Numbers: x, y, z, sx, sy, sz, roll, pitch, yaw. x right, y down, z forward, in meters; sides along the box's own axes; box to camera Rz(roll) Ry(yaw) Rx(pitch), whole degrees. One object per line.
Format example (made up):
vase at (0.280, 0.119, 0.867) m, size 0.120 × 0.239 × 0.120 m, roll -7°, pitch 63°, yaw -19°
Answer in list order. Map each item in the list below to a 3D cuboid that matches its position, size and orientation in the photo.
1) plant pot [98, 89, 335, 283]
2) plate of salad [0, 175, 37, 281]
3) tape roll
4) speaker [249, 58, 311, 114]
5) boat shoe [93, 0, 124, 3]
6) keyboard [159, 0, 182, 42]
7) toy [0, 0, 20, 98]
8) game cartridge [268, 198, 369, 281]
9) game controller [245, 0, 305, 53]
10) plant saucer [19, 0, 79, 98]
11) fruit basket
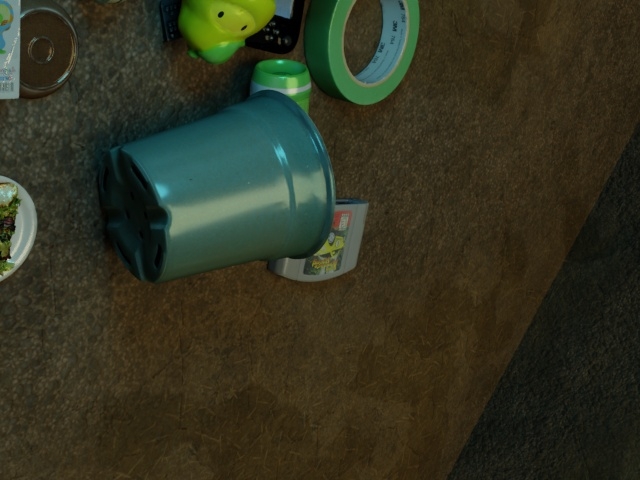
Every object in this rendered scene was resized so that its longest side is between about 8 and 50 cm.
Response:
plant pot at (-0.205, -0.084, 1.660) m, size 0.334 × 0.341 × 0.341 m, roll -19°, pitch 122°, yaw -36°
plate of salad at (-0.555, -0.011, 1.480) m, size 0.200 × 0.048 × 0.199 m, roll -26°, pitch 126°, yaw -42°
tape roll at (0.099, -0.471, 2.017) m, size 0.321 × 0.077 × 0.321 m, roll -26°, pitch 127°, yaw -41°
speaker at (-0.087, -0.216, 1.845) m, size 0.131 × 0.131 × 0.296 m, roll -25°, pitch 131°, yaw -41°
boat shoe at (-0.336, -0.612, 1.349) m, size 0.156 × 0.187 × 0.500 m, roll -39°, pitch 140°, yaw -34°
keyboard at (-0.226, -0.419, 1.698) m, size 0.180 × 0.023 × 0.108 m, roll -28°, pitch 128°, yaw -39°
toy at (-0.527, -0.333, 1.350) m, size 0.137 × 0.056 × 0.237 m, roll -13°, pitch 111°, yaw -48°
game cartridge at (0.000, 0.000, 2.148) m, size 0.294 × 0.060 × 0.196 m, roll -6°, pitch 116°, yaw -49°
game controller at (-0.091, -0.532, 1.750) m, size 0.166 × 0.067 × 0.319 m, roll 2°, pitch 100°, yaw -52°
plant saucer at (-0.462, -0.313, 1.461) m, size 0.168 × 0.029 × 0.168 m, roll -26°, pitch 127°, yaw -41°
fruit basket at (-0.127, -0.501, 1.558) m, size 0.392 × 0.283 × 0.392 m, roll 5°, pitch 83°, yaw -41°
